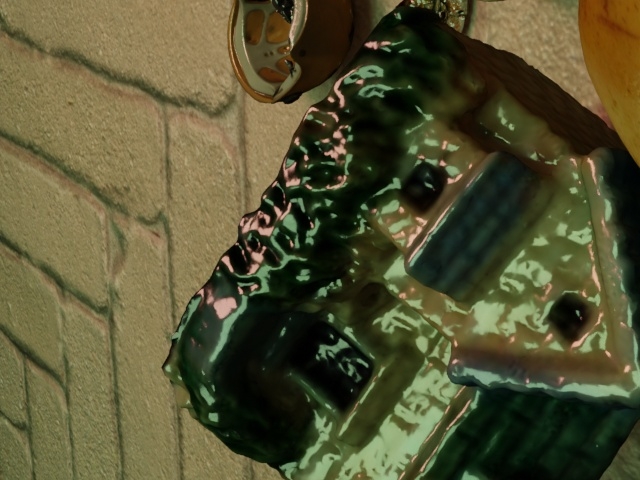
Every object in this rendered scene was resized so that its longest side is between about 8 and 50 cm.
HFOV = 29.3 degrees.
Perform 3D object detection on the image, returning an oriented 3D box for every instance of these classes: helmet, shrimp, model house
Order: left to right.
[{"bbox_3d":[-0.031,-0.282,1.599,0.224,0.130,0.198,134,121,-63],"label":"helmet"},{"bbox_3d":[0.122,-0.261,1.465,0.161,0.034,0.091,-33,75,54],"label":"shrimp"},{"bbox_3d":[0.159,0.102,1.073,0.400,0.395,0.445,44,106,28],"label":"model house"}]

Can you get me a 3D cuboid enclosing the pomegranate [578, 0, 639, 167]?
[{"bbox_3d":[0.391,-0.166,0.821,0.417,0.417,0.416,25,121,50],"label":"pomegranate"}]
